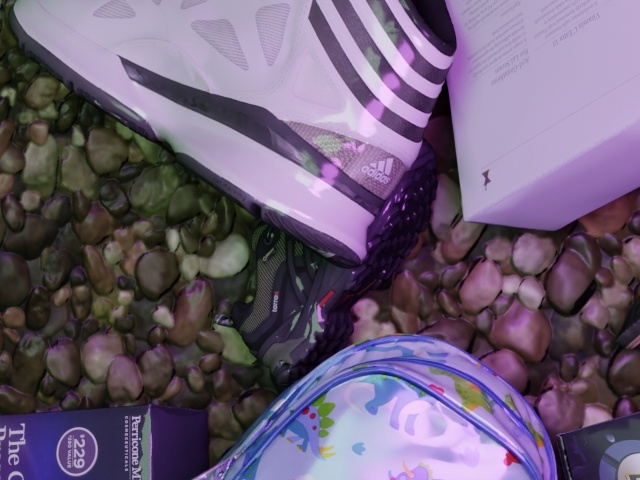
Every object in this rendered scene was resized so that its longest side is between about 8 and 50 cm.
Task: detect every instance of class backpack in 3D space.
[{"bbox_3d":[0.022,0.238,1.349,0.290,0.273,0.355,37,71,13],"label":"backpack"}]

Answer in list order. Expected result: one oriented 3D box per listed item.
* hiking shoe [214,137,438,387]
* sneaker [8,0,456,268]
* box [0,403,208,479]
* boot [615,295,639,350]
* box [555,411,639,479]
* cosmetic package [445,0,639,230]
[{"bbox_3d":[0.000,0.000,1.487,0.114,0.086,0.227,37,99,23],"label":"hiking shoe"},{"bbox_3d":[-0.052,-0.176,1.485,0.447,0.169,0.257,34,91,42],"label":"sneaker"},{"bbox_3d":[-0.190,0.270,1.530,0.184,0.103,0.261,-6,79,23],"label":"box"},{"bbox_3d":[0.317,0.050,1.336,0.137,0.077,0.198,38,133,-7],"label":"boot"},{"bbox_3d":[0.276,0.187,1.327,0.180,0.077,0.147,-18,74,23],"label":"box"},{"bbox_3d":[0.220,-0.200,1.292,0.377,0.097,0.284,-31,57,54],"label":"cosmetic package"}]
